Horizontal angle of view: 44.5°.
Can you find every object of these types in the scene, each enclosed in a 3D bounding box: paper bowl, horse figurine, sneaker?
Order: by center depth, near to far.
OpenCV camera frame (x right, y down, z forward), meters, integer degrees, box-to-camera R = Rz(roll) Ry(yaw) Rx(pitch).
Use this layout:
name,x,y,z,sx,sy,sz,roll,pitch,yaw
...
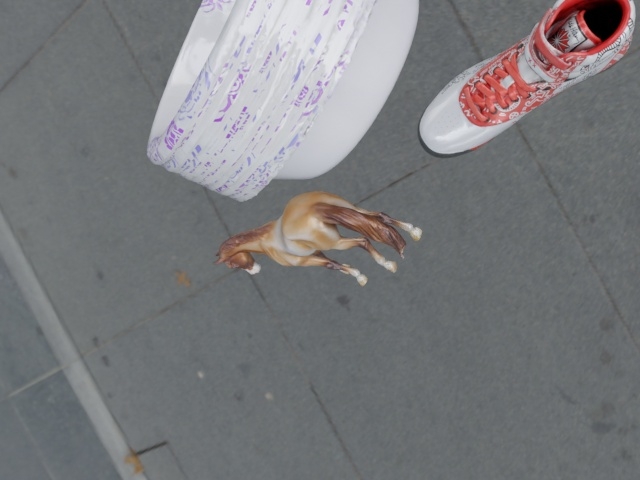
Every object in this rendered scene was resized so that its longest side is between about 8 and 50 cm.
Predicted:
name,x,y,z,sx,sy,sz,roll,pitch,yaw
paper bowl,-0.025,-0.166,0.662,0.148,0.284,0.284,26,125,-19
sneaker,0.224,-0.191,0.882,0.270,0.145,0.090,-28,81,9
horse figurine,0.000,0.000,0.899,0.174,0.066,0.263,21,159,-20
